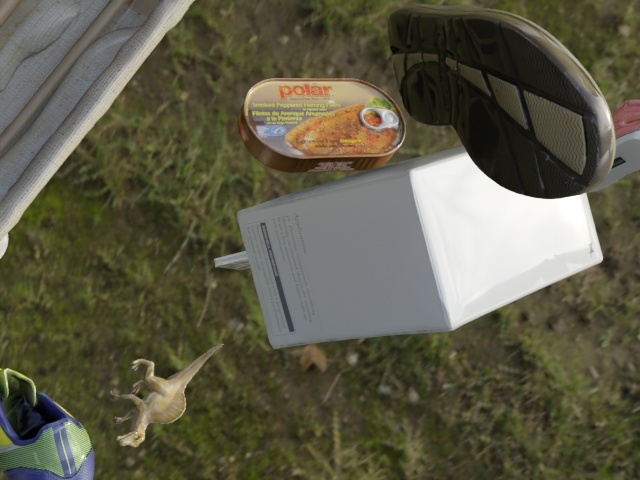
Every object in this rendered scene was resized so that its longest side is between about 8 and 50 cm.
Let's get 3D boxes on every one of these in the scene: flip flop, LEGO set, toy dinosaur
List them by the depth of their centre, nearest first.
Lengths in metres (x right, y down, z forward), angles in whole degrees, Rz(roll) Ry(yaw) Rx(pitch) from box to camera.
[{"bbox_3d":[0.124,-0.108,0.818,0.080,0.277,0.112,-11,109,-15],"label":"flip flop"},{"bbox_3d":[0.000,0.000,1.484,0.244,0.182,0.060,11,68,-67],"label":"LEGO set"},{"bbox_3d":[-0.206,0.194,1.540,0.092,0.053,0.183,27,60,27],"label":"toy dinosaur"}]

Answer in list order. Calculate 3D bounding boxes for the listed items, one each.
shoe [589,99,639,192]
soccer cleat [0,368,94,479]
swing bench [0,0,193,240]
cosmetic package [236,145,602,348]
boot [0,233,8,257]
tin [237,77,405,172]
[{"bbox_3d":[0.372,-0.121,1.535,0.063,0.178,0.081,41,58,-17],"label":"shoe"},{"bbox_3d":[-0.315,0.166,1.212,0.093,0.121,0.289,-20,31,-34],"label":"soccer cleat"},{"bbox_3d":[-0.233,-0.126,0.601,0.253,0.165,0.254,-52,126,-6],"label":"swing bench"},{"bbox_3d":[0.089,-0.004,1.083,0.224,0.224,0.138,-18,96,-43],"label":"cosmetic package"},{"bbox_3d":[-0.461,0.001,1.233,0.258,0.123,0.095,-2,88,-47],"label":"boot"},{"bbox_3d":[0.001,-0.124,1.295,0.189,0.040,0.106,-3,64,-26],"label":"tin"}]
